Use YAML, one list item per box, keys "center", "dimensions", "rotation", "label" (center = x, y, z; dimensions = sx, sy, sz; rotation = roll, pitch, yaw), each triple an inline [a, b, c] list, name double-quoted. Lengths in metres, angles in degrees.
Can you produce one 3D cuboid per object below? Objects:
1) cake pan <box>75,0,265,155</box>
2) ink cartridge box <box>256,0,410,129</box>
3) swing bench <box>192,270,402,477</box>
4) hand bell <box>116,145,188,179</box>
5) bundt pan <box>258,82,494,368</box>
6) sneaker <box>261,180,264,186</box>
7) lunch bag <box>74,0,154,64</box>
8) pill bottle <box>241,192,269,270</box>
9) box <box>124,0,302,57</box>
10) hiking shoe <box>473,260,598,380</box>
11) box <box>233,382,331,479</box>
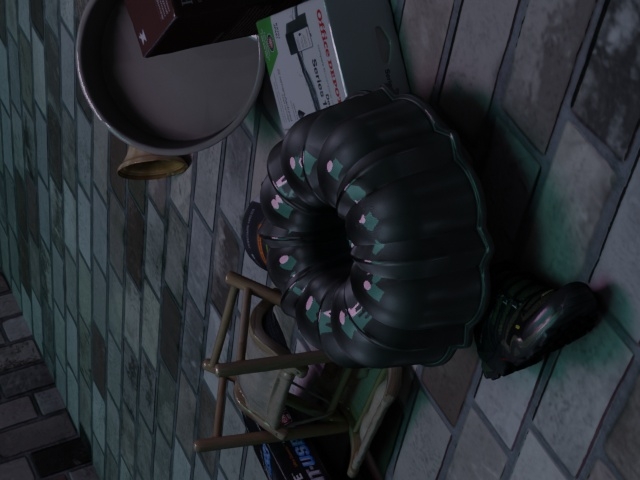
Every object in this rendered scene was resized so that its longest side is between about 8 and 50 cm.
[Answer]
- center: [-0.214, -0.272, 1.918]
  dimensions: [0.054, 0.293, 0.293]
  rotation: [-28, -76, -74]
  label: "cake pan"
- center: [0.013, -0.225, 1.626]
  dimensions: [0.208, 0.087, 0.153]
  rotation: [-2, 103, 65]
  label: "ink cartridge box"
- center: [-0.033, 0.194, 1.840]
  dimensions: [0.253, 0.255, 0.165]
  rotation: [110, 167, -53]
  label: "swing bench"
- center: [-0.312, -0.240, 2.346]
  dimensions: [0.126, 0.126, 0.242]
  rotation: [145, 121, -65]
  label: "hand bell"
- center: [0.038, -0.003, 1.459]
  dimensions: [0.331, 0.124, 0.330]
  rotation: [28, 124, 51]
  label: "bundt pan"
- center: [-0.055, -0.089, 1.932]
  dimensions: [0.109, 0.040, 0.043]
  rotation: [0, 88, 62]
  label: "sneaker"
- center: [-0.298, -0.346, 2.128]
  dimensions: [0.287, 0.169, 0.235]
  rotation: [-35, 73, 60]
  label: "lunch bag"
- center: [0.000, 0.000, 1.744]
  dimensions: [0.246, 0.130, 0.130]
  rotation: [17, 120, 62]
  label: "pill bottle"
- center: [-0.148, -0.363, 1.746]
  dimensions: [0.167, 0.203, 0.168]
  rotation: [-26, 82, 65]
  label: "box"
- center: [0.209, 0.073, 1.387]
  dimensions: [0.114, 0.086, 0.227]
  rotation: [65, 156, 12]
  label: "hiking shoe"
- center: [-0.039, 0.372, 2.056]
  dimensions: [0.293, 0.073, 0.295]
  rotation: [59, 167, 26]
  label: "box"
